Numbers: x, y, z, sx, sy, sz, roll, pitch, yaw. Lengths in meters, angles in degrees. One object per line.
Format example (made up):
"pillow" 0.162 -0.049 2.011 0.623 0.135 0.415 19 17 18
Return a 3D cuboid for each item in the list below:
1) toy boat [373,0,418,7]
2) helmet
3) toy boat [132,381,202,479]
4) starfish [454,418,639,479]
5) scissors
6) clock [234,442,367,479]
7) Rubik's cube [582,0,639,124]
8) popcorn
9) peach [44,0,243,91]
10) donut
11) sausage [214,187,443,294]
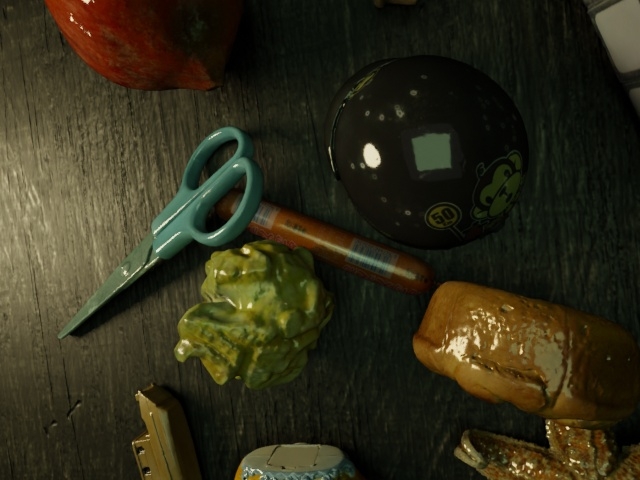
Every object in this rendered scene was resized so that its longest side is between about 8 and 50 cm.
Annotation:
"toy boat" 0.113 -0.396 0.518 0.061 0.116 0.189 12 97 5
"helmet" 0.120 -0.115 0.504 0.230 0.160 0.279 -44 85 10
"toy boat" -0.234 0.316 0.636 0.077 0.057 0.201 -16 89 17
"starfish" 0.324 0.320 0.489 0.312 0.113 0.303 -46 59 17
"scissors" -0.252 0.019 0.613 0.447 0.029 0.193 -39 49 17
"clock" -0.021 0.361 0.575 0.230 0.103 0.144 -6 92 13
"Rubik's cube" 0.447 -0.272 0.342 0.305 0.304 0.301 -31 99 8
"popcorn" -0.081 0.085 0.540 0.167 0.185 0.188 24 87 -15
"peach" -0.208 -0.291 0.529 0.232 0.232 0.257 -32 88 10
"donut" 0.219 0.120 0.465 0.226 0.226 0.114 16 86 9
"sausage" 0.000 0.000 0.582 0.347 0.053 0.053 21 96 9
